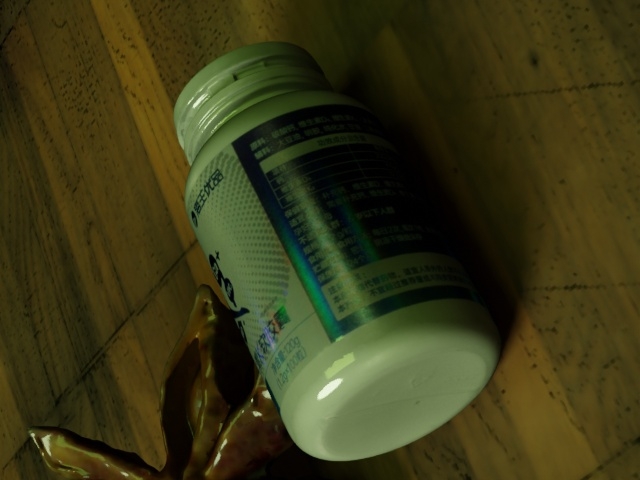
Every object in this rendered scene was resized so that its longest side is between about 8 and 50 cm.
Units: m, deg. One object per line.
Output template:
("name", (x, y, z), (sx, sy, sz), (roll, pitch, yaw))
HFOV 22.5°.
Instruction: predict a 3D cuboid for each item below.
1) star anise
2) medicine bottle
("star anise", (-0.056, 0.148, 0.831), (0.196, 0.111, 0.212), (26, 79, 28))
("medicine bottle", (0.000, 0.000, 0.766), (0.107, 0.107, 0.191), (-52, 52, 36))
